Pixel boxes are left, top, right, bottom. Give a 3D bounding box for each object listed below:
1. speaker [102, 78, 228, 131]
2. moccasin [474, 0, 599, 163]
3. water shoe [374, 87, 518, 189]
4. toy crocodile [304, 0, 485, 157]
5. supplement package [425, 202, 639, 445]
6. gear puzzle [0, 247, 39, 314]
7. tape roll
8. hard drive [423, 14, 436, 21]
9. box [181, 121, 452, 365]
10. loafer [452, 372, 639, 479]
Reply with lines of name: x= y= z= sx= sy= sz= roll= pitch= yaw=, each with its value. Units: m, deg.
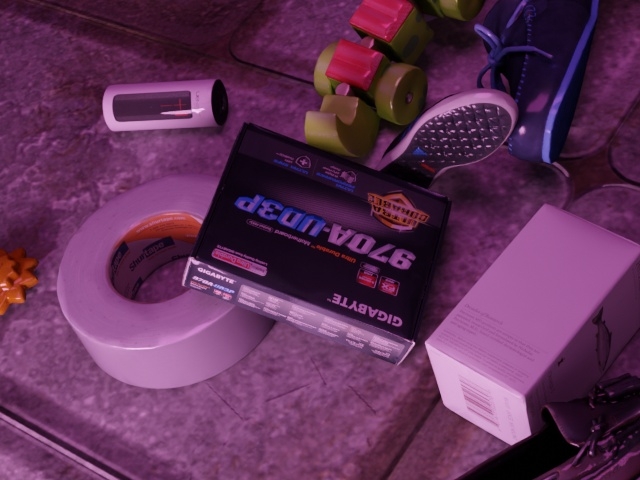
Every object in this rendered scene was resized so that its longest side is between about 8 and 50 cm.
speaker: x=-0.175 y=-0.154 z=1.435 sx=0.136 sy=0.055 sz=0.055 roll=0 pitch=51 yaw=17
moccasin: x=0.221 y=-0.201 z=1.309 sx=0.116 sy=0.138 sz=0.342 roll=13 pitch=42 yaw=9
water shoe: x=0.120 y=-0.111 z=1.229 sx=0.203 sy=0.073 sz=0.080 roll=-33 pitch=28 yaw=51
toy crocodile: x=0.082 y=-0.237 z=1.360 sx=0.115 sy=0.105 sz=0.341 roll=25 pitch=80 yaw=32
supplement package: x=0.192 y=0.076 z=1.092 sx=0.105 sy=0.105 sz=0.179 roll=28 pitch=64 yaw=34
gear puzzle: x=-0.439 y=0.111 z=1.301 sx=0.339 sy=0.044 sz=0.175 roll=-33 pitch=49 yaw=-11
tape roll: x=-0.147 y=0.037 z=1.254 sx=0.219 sy=0.072 sz=0.219 roll=-9 pitch=50 yaw=10
hard drive: x=0.148 y=-0.402 z=1.550 sx=0.210 sy=0.040 sz=0.319 roll=-21 pitch=48 yaw=0
box: x=0.000 y=0.000 z=1.189 sx=0.220 sy=0.051 sz=0.175 roll=21 pitch=54 yaw=-3
loafer: x=0.185 y=0.174 z=0.986 sx=0.302 sy=0.109 sz=0.095 roll=-37 pitch=94 yaw=-8
